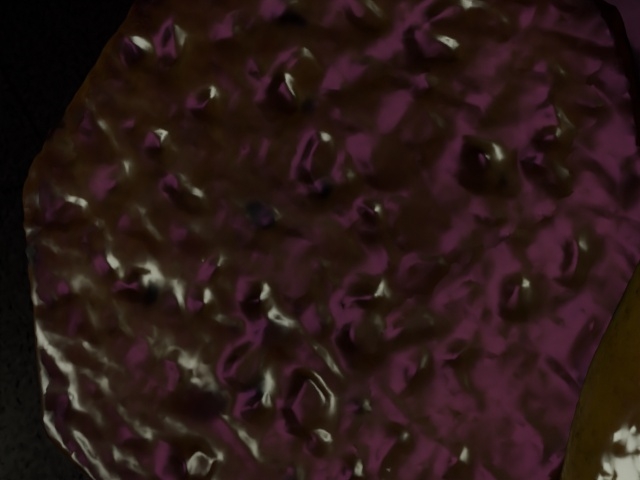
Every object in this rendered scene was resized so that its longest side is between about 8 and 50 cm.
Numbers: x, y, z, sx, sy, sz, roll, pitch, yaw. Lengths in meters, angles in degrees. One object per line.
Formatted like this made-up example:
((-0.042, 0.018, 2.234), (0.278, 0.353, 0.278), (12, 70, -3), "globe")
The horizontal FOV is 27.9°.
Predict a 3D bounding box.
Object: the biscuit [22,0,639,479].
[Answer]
((0.001, -0.001, 0.640), (0.359, 0.046, 0.359), (-4, 80, 22), "biscuit")

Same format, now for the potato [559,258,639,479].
((0.225, 0.035, 0.485), (0.369, 0.195, 0.176), (-55, 28, 15), "potato")
